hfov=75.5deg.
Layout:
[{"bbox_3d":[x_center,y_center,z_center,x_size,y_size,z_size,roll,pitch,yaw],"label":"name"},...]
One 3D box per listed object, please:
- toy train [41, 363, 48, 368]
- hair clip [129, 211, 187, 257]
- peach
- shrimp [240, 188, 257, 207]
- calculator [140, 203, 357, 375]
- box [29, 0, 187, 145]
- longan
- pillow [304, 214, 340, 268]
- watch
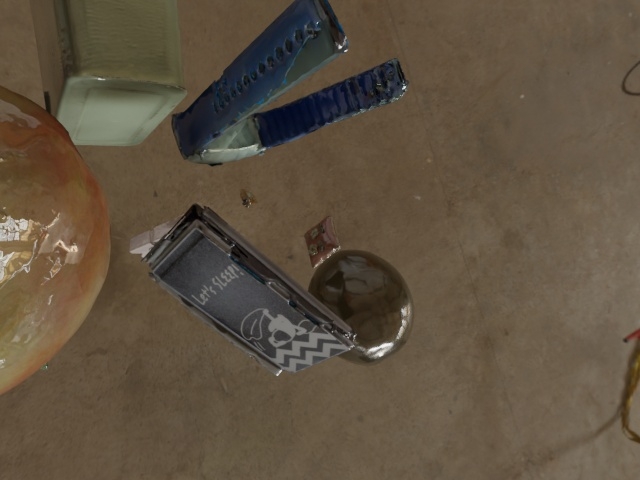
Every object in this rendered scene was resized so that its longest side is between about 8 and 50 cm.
[{"bbox_3d":[-0.396,0.134,0.555,0.056,0.093,0.038,-4,135,-37],"label":"toy train"},{"bbox_3d":[-0.568,-0.018,1.567,0.330,0.101,0.085,-21,63,13],"label":"hair clip"},{"bbox_3d":[-0.322,0.003,0.338,0.292,0.247,0.293,-26,132,-33],"label":"peach"},{"bbox_3d":[-0.324,-0.189,1.862,0.091,0.184,0.043,32,107,-15],"label":"shrimp"},{"bbox_3d":[-0.095,0.083,0.544,0.274,0.165,0.028,42,38,-17],"label":"calculator"},{"bbox_3d":[-0.348,-0.358,0.651,0.177,0.351,0.344,-9,92,-37],"label":"box"},{"bbox_3d":[0.079,0.135,0.844,0.247,0.248,0.249,1,89,-21],"label":"longan"},{"bbox_3d":[0.000,0.000,1.690,0.075,0.171,0.179,24,41,-41],"label":"pillow"},{"bbox_3d":[-0.058,-0.149,0.463,0.276,0.274,0.068,-26,103,-65],"label":"watch"}]
